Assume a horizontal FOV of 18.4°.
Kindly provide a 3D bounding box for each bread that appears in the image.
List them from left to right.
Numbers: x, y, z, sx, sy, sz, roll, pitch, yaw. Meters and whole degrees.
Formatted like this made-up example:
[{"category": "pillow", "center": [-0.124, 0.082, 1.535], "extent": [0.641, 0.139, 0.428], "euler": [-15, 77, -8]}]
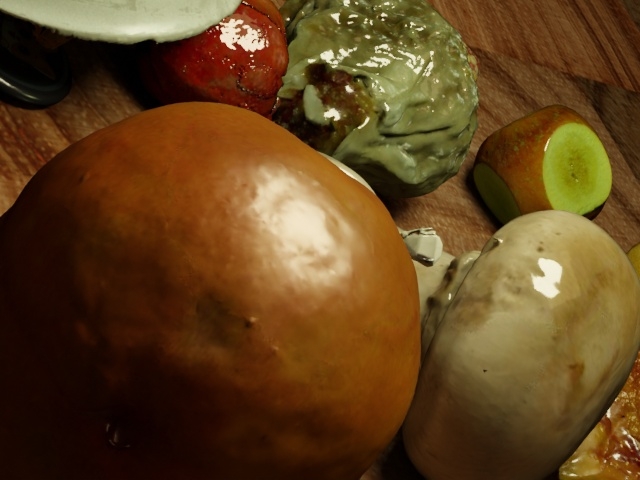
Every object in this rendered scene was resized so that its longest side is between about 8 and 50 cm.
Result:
[{"category": "bread", "center": [0.292, 0.226, 2.003], "extent": [0.185, 0.109, 0.380], "euler": [23, 39, -40]}]

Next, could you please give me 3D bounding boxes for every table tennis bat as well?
[{"category": "table tennis bat", "center": [-0.316, -0.202, 1.753], "extent": [0.236, 0.027, 0.150], "euler": [35, 29, -28]}]

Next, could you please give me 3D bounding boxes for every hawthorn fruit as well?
[{"category": "hawthorn fruit", "center": [-0.113, -0.182, 1.902], "extent": [0.172, 0.148, 0.148], "euler": [14, 42, -24]}]

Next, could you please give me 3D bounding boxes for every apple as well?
[{"category": "apple", "center": [0.263, -0.076, 2.273], "extent": [0.146, 0.163, 0.147], "euler": [-28, 90, -19]}]

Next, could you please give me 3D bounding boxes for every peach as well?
[{"category": "peach", "center": [-0.098, 0.072, 1.394], "extent": [0.343, 0.343, 0.301], "euler": [50, 26, 2]}]

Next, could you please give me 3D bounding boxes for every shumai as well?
[{"category": "shumai", "center": [0.041, -0.151, 2.024], "extent": [0.256, 0.189, 0.218], "euler": [44, 26, 2]}]

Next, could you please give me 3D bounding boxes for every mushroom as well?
[{"category": "mushroom", "center": [0.143, 0.077, 1.827], "extent": [0.290, 0.292, 0.292], "euler": [32, 23, 19]}]

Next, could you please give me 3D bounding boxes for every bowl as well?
[{"category": "bowl", "center": [-0.202, -0.321, 1.766], "extent": [0.313, 0.146, 0.313], "euler": [13, 34, -9]}]

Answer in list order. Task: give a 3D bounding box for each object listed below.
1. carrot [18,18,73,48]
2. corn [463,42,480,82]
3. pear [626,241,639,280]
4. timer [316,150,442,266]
[{"category": "carrot", "center": [-0.256, -0.256, 1.835], "extent": [0.069, 0.069, 0.229], "euler": [29, 26, -32]}, {"category": "corn", "center": [0.064, -0.257, 2.282], "extent": [0.290, 0.098, 0.098], "euler": [40, 29, -16]}, {"category": "pear", "center": [0.463, 0.057, 2.358], "extent": [0.209, 0.209, 0.209], "euler": [35, 31, -25]}, {"category": "timer", "center": [0.000, 0.000, 1.662], "extent": [0.175, 0.175, 0.266], "euler": [45, -10, -8]}]
